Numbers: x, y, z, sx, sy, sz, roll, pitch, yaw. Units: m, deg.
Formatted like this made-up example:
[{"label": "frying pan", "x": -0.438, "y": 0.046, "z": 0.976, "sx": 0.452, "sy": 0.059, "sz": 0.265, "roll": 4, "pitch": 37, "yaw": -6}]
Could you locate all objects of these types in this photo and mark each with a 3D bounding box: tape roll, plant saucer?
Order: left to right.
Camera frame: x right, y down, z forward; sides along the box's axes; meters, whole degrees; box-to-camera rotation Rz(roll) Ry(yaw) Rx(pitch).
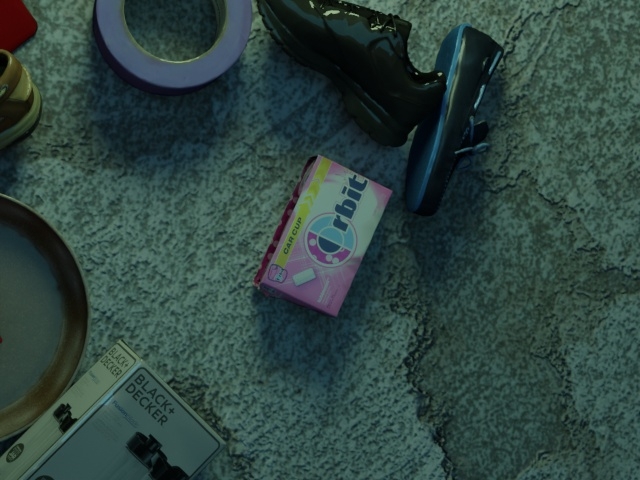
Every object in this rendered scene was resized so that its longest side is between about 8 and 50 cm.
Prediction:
[{"label": "plant saucer", "x": -0.431, "y": 0.092, "z": 1.507, "sx": 0.311, "sy": 0.050, "sz": 0.310, "roll": 0, "pitch": 89, "yaw": -13}, {"label": "tape roll", "x": -0.183, "y": -0.275, "z": 1.556, "sx": 0.189, "sy": 0.080, "sz": 0.189, "roll": 0, "pitch": 89, "yaw": -13}]

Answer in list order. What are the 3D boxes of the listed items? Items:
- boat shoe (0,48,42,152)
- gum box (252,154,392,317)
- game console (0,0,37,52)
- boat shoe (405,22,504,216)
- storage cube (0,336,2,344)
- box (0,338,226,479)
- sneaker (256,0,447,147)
[{"label": "boat shoe", "x": -0.479, "y": -0.128, "z": 1.444, "sx": 0.324, "sy": 0.120, "sz": 0.122, "roll": -32, "pitch": 66, "yaw": -17}, {"label": "gum box", "x": 0.000, "y": 0.000, "z": 1.605, "sx": 0.107, "sy": 0.062, "sz": 0.188, "roll": 25, "pitch": 83, "yaw": -12}, {"label": "game console", "x": -0.440, "y": -0.270, "z": 1.527, "sx": 0.144, "sy": 0.085, "sz": 0.124, "roll": -40, "pitch": 67, "yaw": -11}, {"label": "boat shoe", "x": 0.181, "y": -0.150, "z": 1.631, "sx": 0.089, "sy": 0.109, "sz": 0.258, "roll": 18, "pitch": 87, "yaw": -16}, {"label": "storage cube", "x": -0.479, "y": 0.121, "z": 1.365, "sx": 0.193, "sy": 0.215, "sz": 0.183, "roll": 36, "pitch": 81, "yaw": -17}, {"label": "box", "x": -0.275, "y": 0.280, "z": 1.501, "sx": 0.290, "sy": 0.087, "sz": 0.169, "roll": -44, "pitch": 116, "yaw": -11}, {"label": "sneaker", "x": 0.040, "y": -0.252, "z": 1.576, "sx": 0.286, "sy": 0.109, "sz": 0.130, "roll": 41, "pitch": 118, "yaw": -17}]
